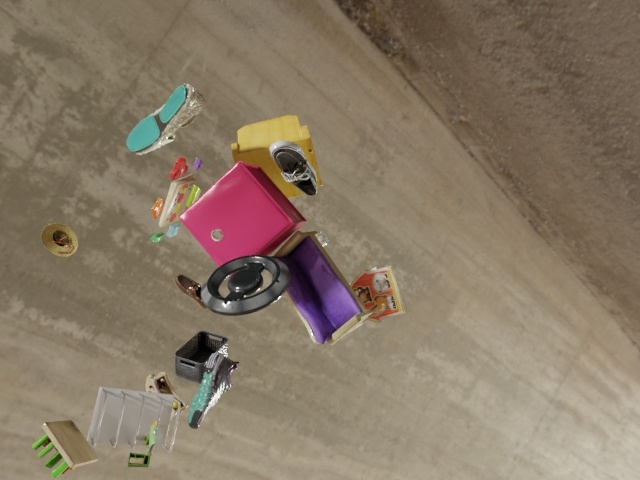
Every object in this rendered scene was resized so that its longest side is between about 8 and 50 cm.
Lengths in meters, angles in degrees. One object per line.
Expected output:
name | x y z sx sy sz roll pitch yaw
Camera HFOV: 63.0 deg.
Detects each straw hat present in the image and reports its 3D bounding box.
straw hat | -1.023 -0.012 2.068 0.144 0.144 0.061 33 -163 -17

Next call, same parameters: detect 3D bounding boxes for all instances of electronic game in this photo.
electronic game | -0.189 0.109 1.317 0.229 0.229 0.048 28 138 43

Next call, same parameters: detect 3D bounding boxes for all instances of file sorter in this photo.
file sorter | -0.669 0.650 1.885 0.277 0.193 0.173 15 165 -24

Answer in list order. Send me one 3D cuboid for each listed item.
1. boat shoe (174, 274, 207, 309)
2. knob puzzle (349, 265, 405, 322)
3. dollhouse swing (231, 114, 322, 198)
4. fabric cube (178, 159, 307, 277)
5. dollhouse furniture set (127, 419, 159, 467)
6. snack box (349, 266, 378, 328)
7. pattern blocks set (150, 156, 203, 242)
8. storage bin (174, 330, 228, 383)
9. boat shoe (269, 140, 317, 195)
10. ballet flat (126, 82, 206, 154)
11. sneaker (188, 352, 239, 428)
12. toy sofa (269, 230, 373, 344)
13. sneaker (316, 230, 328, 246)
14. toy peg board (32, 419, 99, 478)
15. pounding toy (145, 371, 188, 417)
boat shoe | -0.556 0.221 2.324 0.207 0.073 0.073 40 142 -11
knob puzzle | 0.177 0.195 1.806 0.213 0.213 0.030 32 -169 5
dollhouse swing | -0.205 -0.376 2.390 0.305 0.346 0.316 -108 3 -69
fabric cube | -0.233 -0.065 1.646 0.254 0.258 0.259 50 -172 3
dollhouse furniture set | -0.491 0.566 1.445 0.058 0.152 0.076 12 -146 -18
snack box | 0.160 0.280 2.326 0.060 0.321 0.187 49 -169 -48
pattern blocks set | -0.498 -0.141 1.813 0.026 0.325 0.285 29 -169 7
storage bin | -0.411 0.403 1.817 0.121 0.085 0.180 12 -157 17
boat shoe | -0.095 -0.265 1.993 0.306 0.113 0.105 52 -158 -59
ballet flat | -0.611 -0.465 2.108 0.147 0.408 0.147 39 -147 -33
sneaker | -0.310 0.453 1.546 0.098 0.224 0.083 29 161 -30
toy sofa | -0.010 0.150 1.712 0.363 0.150 0.177 55 -150 16
sneaker | 0.000 0.000 2.296 0.061 0.054 0.152 45 -157 3
toy peg board | -0.796 0.648 1.615 0.161 0.079 0.161 46 171 14
pounding toy | -0.703 0.685 2.411 0.269 0.154 0.154 37 -144 22
